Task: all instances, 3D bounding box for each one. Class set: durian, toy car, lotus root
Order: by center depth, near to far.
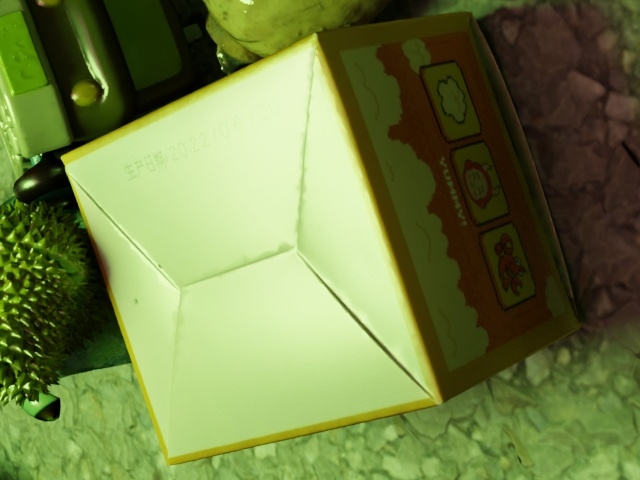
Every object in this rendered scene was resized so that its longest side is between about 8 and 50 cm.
[{"bbox_3d":[-0.007,-0.227,1.023,0.257,0.140,0.154,-38,37,28],"label":"lotus root"},{"bbox_3d":[-0.244,0.044,1.079,0.146,0.198,0.159,34,80,8],"label":"durian"},{"bbox_3d":[-0.197,-0.142,1.167,0.248,0.198,0.204,137,112,-74],"label":"toy car"}]

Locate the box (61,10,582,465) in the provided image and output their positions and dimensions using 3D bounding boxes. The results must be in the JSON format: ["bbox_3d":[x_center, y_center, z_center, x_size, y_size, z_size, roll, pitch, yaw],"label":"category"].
[{"bbox_3d":[0.000,0.000,1.022,0.283,0.214,0.260,-19,91,41],"label":"box"}]

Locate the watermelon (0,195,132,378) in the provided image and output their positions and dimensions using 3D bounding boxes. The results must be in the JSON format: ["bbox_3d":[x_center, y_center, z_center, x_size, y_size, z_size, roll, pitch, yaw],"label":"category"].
[{"bbox_3d":[-0.222,0.044,1.270,0.305,0.224,0.180,4,148,36],"label":"watermelon"}]
